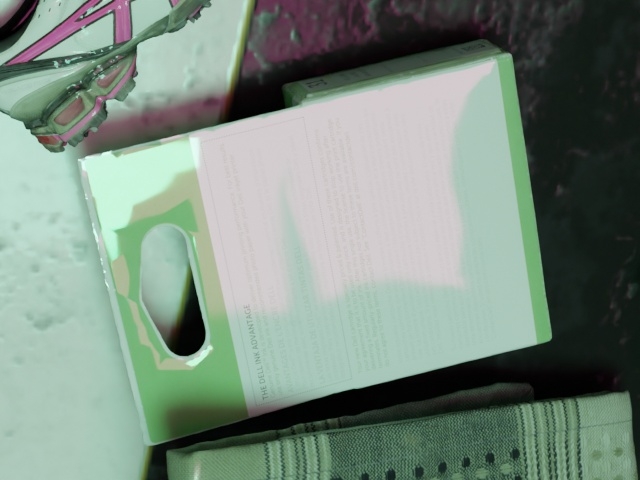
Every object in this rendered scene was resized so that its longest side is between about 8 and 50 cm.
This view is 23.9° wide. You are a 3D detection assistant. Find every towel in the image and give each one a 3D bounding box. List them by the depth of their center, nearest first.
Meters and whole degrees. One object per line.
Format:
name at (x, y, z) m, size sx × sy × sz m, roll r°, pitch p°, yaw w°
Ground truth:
towel at (0.060, 0.247, 0.838) m, size 0.312 × 0.056 × 0.324 m, roll -3°, pitch 90°, yaw -31°

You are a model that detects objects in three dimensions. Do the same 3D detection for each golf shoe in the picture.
golf shoe at (-0.098, -0.133, 0.741) m, size 0.086 × 0.067 × 0.186 m, roll 42°, pitch 93°, yaw -21°

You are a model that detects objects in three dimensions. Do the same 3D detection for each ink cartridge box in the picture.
ink cartridge box at (0.000, 0.000, 0.818) m, size 0.235 × 0.056 × 0.171 m, roll -13°, pitch 110°, yaw -8°
